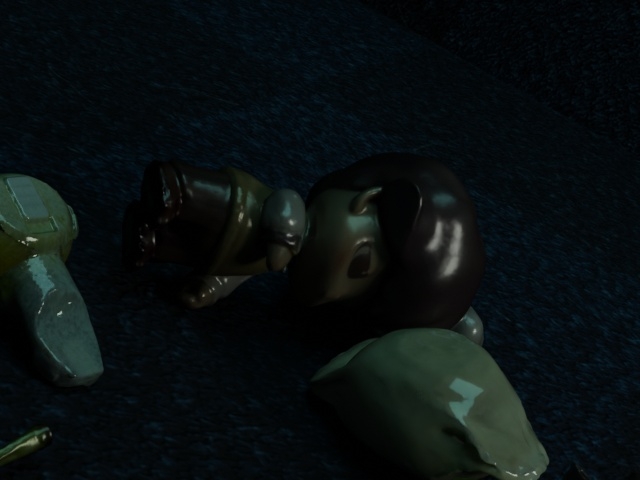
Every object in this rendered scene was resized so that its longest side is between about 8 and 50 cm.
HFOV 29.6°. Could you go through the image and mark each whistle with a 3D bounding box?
[{"bbox_3d":[-0.258,0.034,1.040,0.123,0.123,0.223,-9,62,-52],"label":"whistle"}]

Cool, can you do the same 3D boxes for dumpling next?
[{"bbox_3d":[0.106,0.151,1.103,0.162,0.132,0.250,-14,30,-43],"label":"dumpling"}]

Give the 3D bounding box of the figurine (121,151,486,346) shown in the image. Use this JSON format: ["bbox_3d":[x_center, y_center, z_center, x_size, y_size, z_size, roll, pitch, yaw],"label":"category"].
[{"bbox_3d":[0.003,0.011,1.194,0.365,0.218,0.206,-1,37,-35],"label":"figurine"}]

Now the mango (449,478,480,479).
[{"bbox_3d":[0.118,0.240,0.948,0.163,0.117,0.089,-66,135,-66],"label":"mango"}]

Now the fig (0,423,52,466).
[{"bbox_3d":[-0.304,0.096,0.842,0.142,0.186,0.148,-14,10,21],"label":"fig"}]

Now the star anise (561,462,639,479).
[{"bbox_3d":[0.257,0.300,0.921,0.212,0.129,0.282,-29,87,-51],"label":"star anise"}]
